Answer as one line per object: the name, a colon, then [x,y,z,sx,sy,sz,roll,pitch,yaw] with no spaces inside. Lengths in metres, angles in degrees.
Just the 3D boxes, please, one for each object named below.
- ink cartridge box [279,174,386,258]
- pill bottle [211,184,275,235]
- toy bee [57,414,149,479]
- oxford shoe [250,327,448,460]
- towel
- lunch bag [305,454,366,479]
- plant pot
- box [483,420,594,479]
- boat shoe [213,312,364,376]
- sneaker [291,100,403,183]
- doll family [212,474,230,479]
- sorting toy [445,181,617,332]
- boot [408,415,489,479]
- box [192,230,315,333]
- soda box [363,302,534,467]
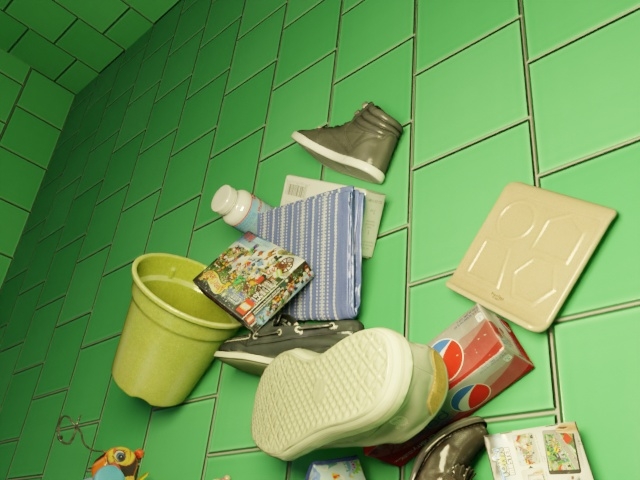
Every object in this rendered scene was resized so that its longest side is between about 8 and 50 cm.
ink cartridge box: [0.000,0.000,1.297,0.275,0.060,0.239,18,97,52]
pill bottle: [-0.163,-0.060,1.439,0.087,0.160,0.087,-28,46,34]
toy bee: [-0.440,0.516,1.390,0.195,0.162,0.298,-13,80,34]
oxford shoe: [0.021,0.232,0.923,0.449,0.130,0.169,-33,46,53]
towel: [-0.030,0.036,1.258,0.336,0.040,0.243,-10,76,53]
lunch bag: [0.027,0.416,0.941,0.129,0.096,0.151,-116,35,-49]
plant pot: [-0.319,0.206,1.380,0.254,0.276,0.276,-62,35,15]
box: [0.268,0.320,0.735,0.114,0.036,0.207,-12,51,10]
boat shoe: [-0.057,0.188,1.171,0.340,0.127,0.113,-10,57,44]
sneaker: [0.061,-0.224,1.353,0.295,0.104,0.147,28,85,48]
doll family: [-0.225,0.540,1.120,0.163,0.118,0.263,-16,54,43]
sorting toy: [0.308,0.019,0.948,0.208,0.038,0.193,-56,36,-4]
boot: [0.191,0.375,0.789,0.263,0.091,0.229,-45,50,-13]
box: [-0.136,0.073,1.249,0.159,0.044,0.233,-43,34,-17]
soda box: [0.169,0.214,0.924,0.263,0.083,0.092,-44,38,20]
